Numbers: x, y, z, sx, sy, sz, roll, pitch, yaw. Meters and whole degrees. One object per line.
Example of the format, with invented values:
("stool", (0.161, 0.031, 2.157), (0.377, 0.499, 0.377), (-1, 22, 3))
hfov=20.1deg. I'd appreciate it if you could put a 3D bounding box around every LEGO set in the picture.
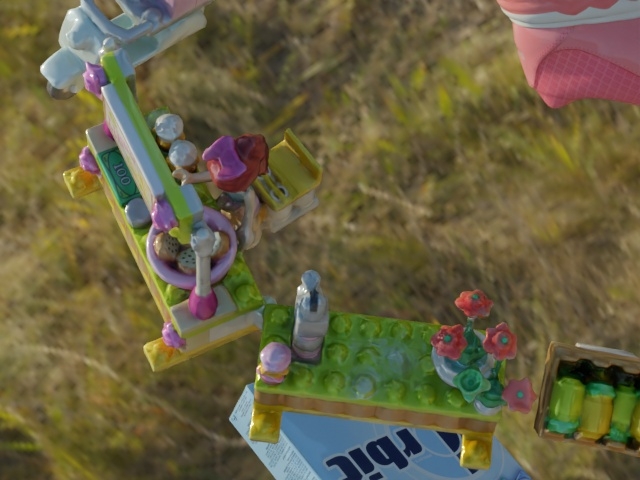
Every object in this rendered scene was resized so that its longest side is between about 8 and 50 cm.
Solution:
("LEGO set", (0.000, 0.000, 0.663), (0.287, 0.107, 0.132), (40, 70, 14))

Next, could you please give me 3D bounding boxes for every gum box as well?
("gum box", (0.053, 0.157, 1.254), (0.184, 0.157, 0.041), (50, 134, 25))

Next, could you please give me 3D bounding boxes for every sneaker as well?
("sneaker", (0.289, -0.159, 1.305), (0.314, 0.136, 0.116), (-1, 37, 17))
